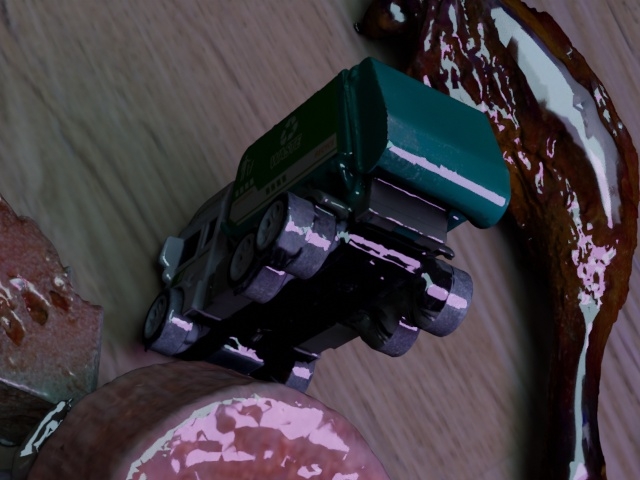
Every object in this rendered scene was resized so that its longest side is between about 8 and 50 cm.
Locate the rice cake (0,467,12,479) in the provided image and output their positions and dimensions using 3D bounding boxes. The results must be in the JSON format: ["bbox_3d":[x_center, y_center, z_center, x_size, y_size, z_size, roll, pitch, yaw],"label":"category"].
[{"bbox_3d":[-0.082,0.178,0.917,0.237,0.043,0.127,4,75,-28],"label":"rice cake"}]

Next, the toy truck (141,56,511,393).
[{"bbox_3d":[0.000,0.000,0.894,0.114,0.253,0.124,24,60,-23],"label":"toy truck"}]

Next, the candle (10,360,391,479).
[{"bbox_3d":[-0.051,0.240,0.828,0.287,0.131,0.317,36,79,-29],"label":"candle"}]

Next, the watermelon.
[{"bbox_3d":[-0.208,0.028,0.874,0.241,0.094,0.154,38,50,-17],"label":"watermelon"}]

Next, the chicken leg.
[{"bbox_3d":[0.148,-0.025,1.085,0.158,0.096,0.407,-12,85,-28],"label":"chicken leg"}]
